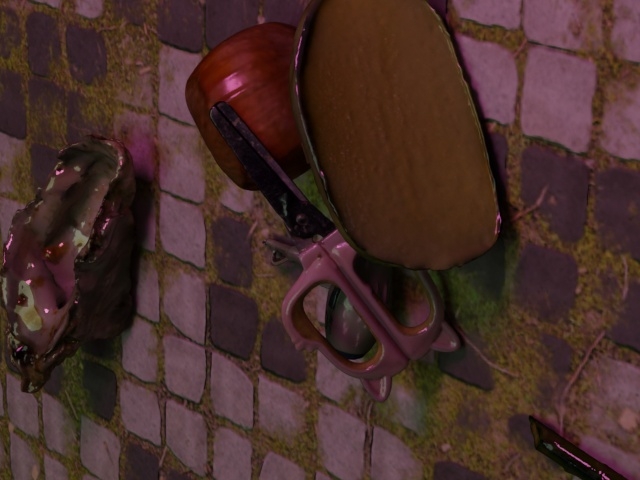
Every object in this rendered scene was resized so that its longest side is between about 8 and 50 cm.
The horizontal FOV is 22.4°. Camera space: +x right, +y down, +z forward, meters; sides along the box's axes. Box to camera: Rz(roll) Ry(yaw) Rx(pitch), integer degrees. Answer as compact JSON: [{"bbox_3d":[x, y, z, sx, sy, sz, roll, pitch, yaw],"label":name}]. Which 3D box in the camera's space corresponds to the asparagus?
[{"bbox_3d":[0.262,0.210,1.387,0.236,0.027,0.034,26,132,40],"label":"asparagus"}]

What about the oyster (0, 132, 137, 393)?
[{"bbox_3d":[-0.279,0.025,1.854,0.166,0.110,0.341,24,117,34],"label":"oyster"}]

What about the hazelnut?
[{"bbox_3d":[-0.050,-0.130,1.546,0.150,0.150,0.150,18,116,43],"label":"hazelnut"}]

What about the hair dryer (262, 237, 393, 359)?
[{"bbox_3d":[0.018,-0.002,1.580,0.199,0.067,0.167,52,127,42],"label":"hair dryer"}]

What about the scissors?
[{"bbox_3d":[0.000,0.000,1.491,0.160,0.024,0.317,-36,98,8],"label":"scissors"}]

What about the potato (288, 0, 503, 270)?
[{"bbox_3d":[0.050,-0.096,1.440,0.111,0.160,0.272,160,91,-73],"label":"potato"}]
